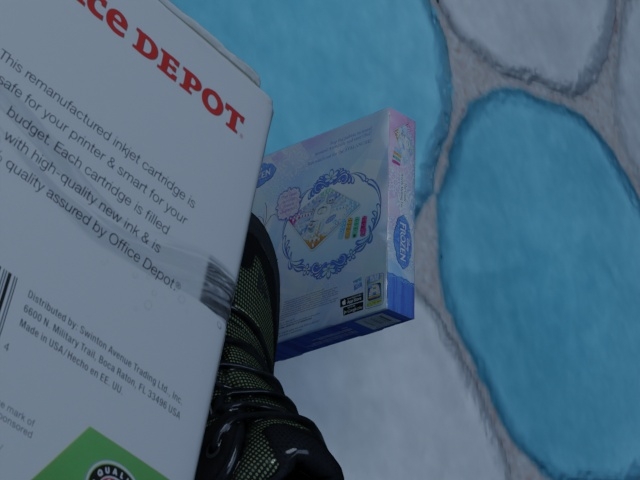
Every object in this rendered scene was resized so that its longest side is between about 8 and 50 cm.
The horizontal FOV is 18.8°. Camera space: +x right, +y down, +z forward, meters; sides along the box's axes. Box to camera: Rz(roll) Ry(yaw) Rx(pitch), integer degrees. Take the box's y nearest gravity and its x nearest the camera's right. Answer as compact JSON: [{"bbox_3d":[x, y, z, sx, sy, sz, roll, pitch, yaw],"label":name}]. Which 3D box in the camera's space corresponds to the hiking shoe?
[{"bbox_3d":[-0.029,0.080,0.711,0.086,0.114,0.227,36,50,-39],"label":"hiking shoe"}]

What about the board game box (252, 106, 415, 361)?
[{"bbox_3d":[0.000,0.000,0.801,0.020,0.090,0.090,24,58,-42],"label":"board game box"}]

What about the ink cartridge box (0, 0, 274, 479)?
[{"bbox_3d":[-0.113,0.007,0.652,0.160,0.092,0.219,40,47,-36],"label":"ink cartridge box"}]
